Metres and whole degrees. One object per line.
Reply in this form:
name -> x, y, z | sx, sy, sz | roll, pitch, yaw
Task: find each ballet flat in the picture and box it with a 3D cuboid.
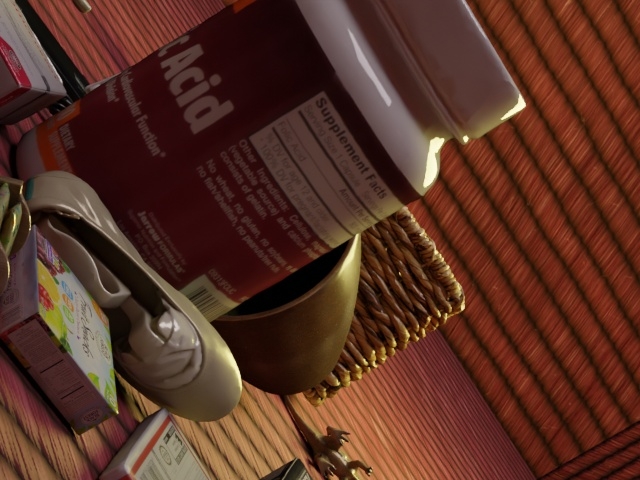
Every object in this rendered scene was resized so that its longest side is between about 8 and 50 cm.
ballet flat -> -0.154, 0.054, 1.492 | 0.248, 0.086, 0.086 | 49, 8, -9

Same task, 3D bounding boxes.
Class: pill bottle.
pill bottle -> -0.040, -0.092, 1.620 | 0.224, 0.392, 0.224 | 58, 6, -10

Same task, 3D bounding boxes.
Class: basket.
basket -> 0.000, 0.000, 2.186 | 0.299, 0.223, 0.213 | 54, 4, -8

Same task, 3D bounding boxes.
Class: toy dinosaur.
toy dinosaur -> 0.008, 0.232, 2.092 | 0.183, 0.053, 0.092 | 46, -10, -3

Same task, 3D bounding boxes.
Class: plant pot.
plant pot -> -0.050, 0.049, 1.866 | 0.230, 0.215, 0.215 | 74, -8, -53

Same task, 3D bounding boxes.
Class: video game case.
video game case -> -0.065, 0.269, 1.427 | 0.285, 0.025, 0.204 | 58, 6, -3

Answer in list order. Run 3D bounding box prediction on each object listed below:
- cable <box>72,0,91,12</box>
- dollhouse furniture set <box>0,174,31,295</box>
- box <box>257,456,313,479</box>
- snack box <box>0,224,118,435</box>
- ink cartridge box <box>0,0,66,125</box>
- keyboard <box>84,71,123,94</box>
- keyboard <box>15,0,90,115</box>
cable -> -0.337, -0.352, 1.963 | 0.287, 0.072, 0.139 | 52, 4, -43
dollhouse furniture set -> -0.210, -0.062, 1.122 | 0.101, 0.161, 0.182 | 14, 15, -5
box -> -0.001, 0.290, 1.439 | 0.216, 0.060, 0.270 | 60, 7, -1
snack box -> -0.189, 0.063, 1.369 | 0.100, 0.037, 0.141 | 57, 7, -27
ink cartridge box -> -0.277, -0.155, 1.571 | 0.109, 0.063, 0.150 | 60, 6, 2
keyboard -> -0.151, -0.074, 1.817 | 0.014, 0.072, 0.256 | 88, -22, -51
keyboard -> -0.234, -0.119, 1.881 | 0.317, 0.033, 0.201 | 54, 5, -28
